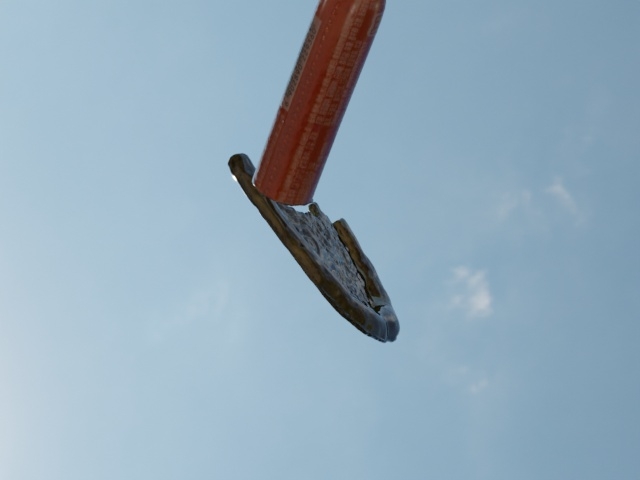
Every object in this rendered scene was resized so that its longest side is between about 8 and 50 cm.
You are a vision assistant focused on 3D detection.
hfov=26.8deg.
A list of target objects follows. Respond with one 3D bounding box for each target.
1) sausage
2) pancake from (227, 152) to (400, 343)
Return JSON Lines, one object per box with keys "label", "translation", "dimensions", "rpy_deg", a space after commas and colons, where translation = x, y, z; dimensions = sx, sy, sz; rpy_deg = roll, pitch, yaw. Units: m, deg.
{"label": "sausage", "translation": [0.002, -0.080, 0.663], "dimensions": [0.034, 0.034, 0.129], "rpy_deg": [37, -61, 31]}
{"label": "pancake", "translation": [0.000, 0.000, 0.973], "dimensions": [0.020, 0.190, 0.184], "rpy_deg": [-38, -80, 10]}
